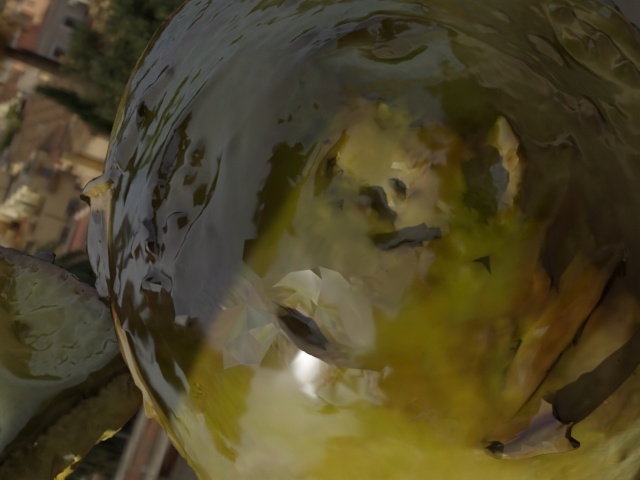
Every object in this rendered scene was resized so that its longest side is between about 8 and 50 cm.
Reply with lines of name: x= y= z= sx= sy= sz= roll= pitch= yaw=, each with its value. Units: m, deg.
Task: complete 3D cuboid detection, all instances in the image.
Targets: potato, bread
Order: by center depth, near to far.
potato: x=0.000 y=0.000 z=0.438 sx=0.300 sy=0.196 sz=0.246 roll=14 pitch=104 yaw=37
bread: x=-0.239 y=0.111 z=0.831 sx=0.262 sy=0.162 sz=0.204 roll=28 pitch=59 yaw=37
